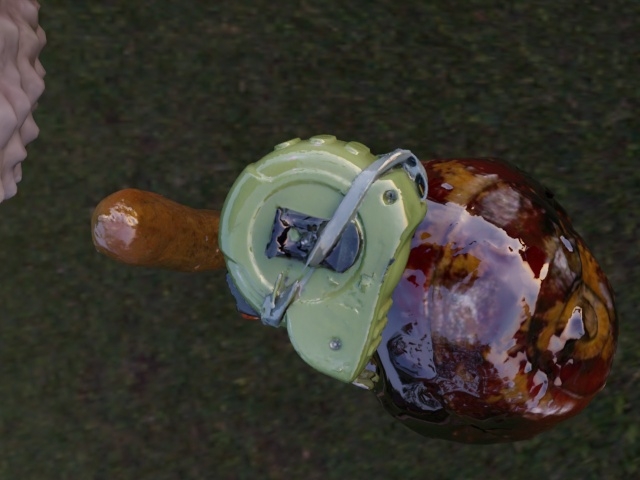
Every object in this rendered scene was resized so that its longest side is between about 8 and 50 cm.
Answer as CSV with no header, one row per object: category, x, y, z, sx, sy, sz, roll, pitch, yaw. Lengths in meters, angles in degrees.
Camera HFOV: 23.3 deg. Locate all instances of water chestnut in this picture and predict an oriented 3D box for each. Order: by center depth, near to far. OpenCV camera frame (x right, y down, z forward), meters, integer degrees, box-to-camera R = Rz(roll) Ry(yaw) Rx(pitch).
water chestnut,0.132,0.056,1.423,0.244,0.289,0.289,-39,71,10

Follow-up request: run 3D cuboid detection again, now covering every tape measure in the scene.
tape measure,0.000,0.000,1.155,0.154,0.087,0.177,22,102,10

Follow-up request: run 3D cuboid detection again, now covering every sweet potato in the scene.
sweet potato,-0.164,-0.008,1.879,0.097,0.292,0.097,-5,83,44

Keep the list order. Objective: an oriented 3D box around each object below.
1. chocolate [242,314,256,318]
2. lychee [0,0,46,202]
chocolate,0.050,0.001,1.690,0.235,0.237,0.108,143,118,-63
lychee,-0.354,-0.108,0.902,0.432,0.380,0.380,-30,77,39
